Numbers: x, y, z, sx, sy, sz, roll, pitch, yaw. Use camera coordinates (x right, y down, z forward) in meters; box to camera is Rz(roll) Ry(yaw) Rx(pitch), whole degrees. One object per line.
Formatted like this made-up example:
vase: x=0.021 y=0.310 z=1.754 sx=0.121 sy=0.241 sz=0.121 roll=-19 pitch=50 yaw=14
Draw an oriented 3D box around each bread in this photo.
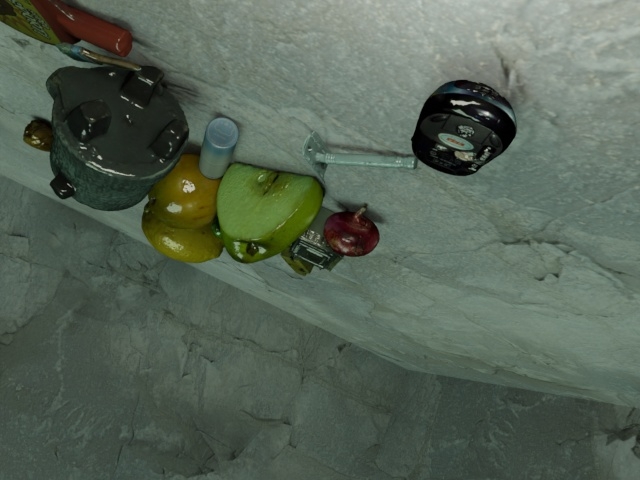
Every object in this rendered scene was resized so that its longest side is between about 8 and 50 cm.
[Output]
bread: x=-0.079 y=0.085 z=2.276 sx=0.088 sy=0.049 sz=0.226 roll=16 pitch=164 yaw=21

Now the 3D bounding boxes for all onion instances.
onion: x=0.085 y=-0.040 z=1.554 sx=0.150 sy=0.150 sz=0.140 roll=21 pitch=134 yaw=7

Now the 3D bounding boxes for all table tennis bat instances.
table tennis bat: x=-0.555 y=-0.453 z=1.169 sx=0.415 sy=0.051 sz=0.268 roll=23 pitch=167 yaw=5

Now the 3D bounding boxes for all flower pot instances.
flower pot: x=-0.444 y=-0.231 z=1.280 sx=0.299 sy=0.299 sz=0.283 roll=29 pitch=145 yaw=-21

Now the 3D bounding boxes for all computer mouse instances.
computer mouse: x=0.217 y=-0.178 z=0.927 sx=0.137 sy=0.096 sz=0.233 roll=28 pitch=168 yaw=-1

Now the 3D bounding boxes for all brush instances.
brush: x=-0.428 y=-0.354 z=1.184 sx=0.196 sy=0.021 sz=0.070 roll=19 pitch=178 yaw=21

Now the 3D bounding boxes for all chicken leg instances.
chicken leg: x=-0.898 y=-0.322 z=2.010 sx=0.107 sy=0.087 sz=0.251 roll=32 pitch=172 yaw=7

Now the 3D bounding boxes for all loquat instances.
loquat: x=-0.345 y=-0.144 z=1.651 sx=0.246 sy=0.213 sz=0.213 roll=-26 pitch=149 yaw=9

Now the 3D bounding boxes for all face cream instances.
face cream: x=-0.249 y=-0.218 z=1.461 sx=0.077 sy=0.077 sz=0.250 roll=26 pitch=165 yaw=-10

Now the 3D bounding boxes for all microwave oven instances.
microwave oven: x=0.000 y=0.000 z=1.746 sx=0.163 sy=0.129 sz=0.205 roll=22 pitch=164 yaw=-3

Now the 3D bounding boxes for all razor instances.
razor: x=0.083 y=-0.163 z=1.235 sx=0.232 sy=0.068 sz=0.106 roll=8 pitch=160 yaw=29

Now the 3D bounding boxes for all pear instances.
pear: x=-0.140 y=-0.054 z=1.558 sx=0.293 sy=0.292 sz=0.159 roll=14 pitch=153 yaw=28

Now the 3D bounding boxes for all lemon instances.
lemon: x=-0.430 y=-0.048 z=1.967 sx=0.320 sy=0.245 sz=0.245 roll=26 pitch=165 yaw=-36

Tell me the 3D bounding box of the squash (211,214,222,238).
squash: x=-0.222 y=-0.059 z=1.737 sx=0.082 sy=0.082 sz=0.292 roll=16 pitch=-161 yaw=23
